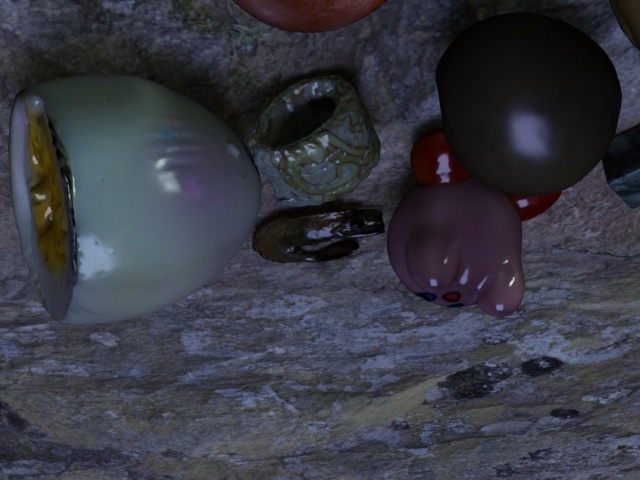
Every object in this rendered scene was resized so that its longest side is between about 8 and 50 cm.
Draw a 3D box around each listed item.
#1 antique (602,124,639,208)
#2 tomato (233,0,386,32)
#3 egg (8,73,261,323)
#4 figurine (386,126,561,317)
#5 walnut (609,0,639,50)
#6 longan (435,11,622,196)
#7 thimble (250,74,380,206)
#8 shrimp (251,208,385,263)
[{"bbox_3d":[0.537,-0.136,1.497,0.183,0.086,0.088,-28,135,33],"label":"antique"},{"bbox_3d":[-0.016,-0.364,1.084,0.264,0.265,0.265,1,143,1],"label":"tomato"},{"bbox_3d":[-0.254,-0.070,1.428,0.339,0.354,0.354,-10,150,-29],"label":"egg"},{"bbox_3d":[0.221,-0.014,1.587,0.269,0.261,0.211,18,167,-23],"label":"figurine"},{"bbox_3d":[0.517,-0.304,1.100,0.383,0.384,0.384,1,143,1],"label":"walnut"},{"bbox_3d":[0.275,-0.185,1.316,0.258,0.258,0.258,1,143,1],"label":"longan"},{"bbox_3d":[-0.011,-0.143,1.448,0.190,0.137,0.143,-33,142,1],"label":"thimble"},{"bbox_3d":[0.000,0.001,1.726,0.253,0.058,0.173,-6,150,15],"label":"shrimp"}]
